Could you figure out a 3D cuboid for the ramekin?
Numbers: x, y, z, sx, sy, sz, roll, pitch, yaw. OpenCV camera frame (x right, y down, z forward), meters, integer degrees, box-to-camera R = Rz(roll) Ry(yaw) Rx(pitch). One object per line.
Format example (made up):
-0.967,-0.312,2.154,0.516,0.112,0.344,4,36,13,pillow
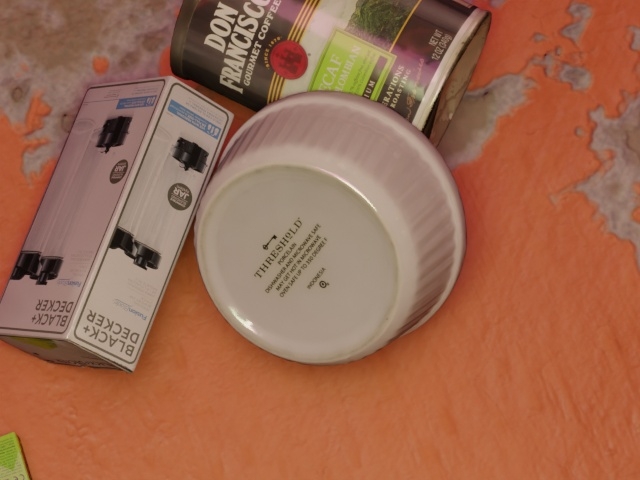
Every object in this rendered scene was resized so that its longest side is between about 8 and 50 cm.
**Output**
0.000,0.000,1.801,0.273,0.127,0.272,8,116,18,ramekin

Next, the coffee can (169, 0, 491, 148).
0.012,-0.205,1.896,0.275,0.201,0.201,26,76,8,coffee can

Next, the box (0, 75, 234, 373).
-0.214,-0.017,1.860,0.087,0.169,0.290,30,73,-35,box

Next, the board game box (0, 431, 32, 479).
-0.326,0.334,1.834,0.124,0.039,0.259,-19,72,-3,board game box
